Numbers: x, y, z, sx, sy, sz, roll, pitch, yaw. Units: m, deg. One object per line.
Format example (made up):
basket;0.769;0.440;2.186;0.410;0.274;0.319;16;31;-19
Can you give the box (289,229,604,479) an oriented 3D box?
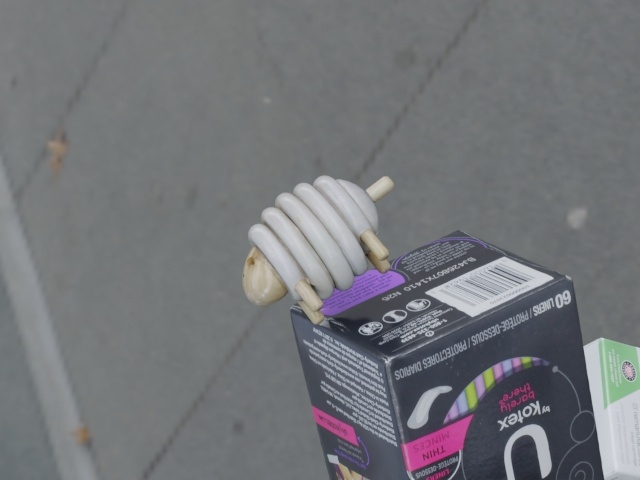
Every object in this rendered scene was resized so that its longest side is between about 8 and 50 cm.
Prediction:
box;0.103;0.155;1.273;0.143;0.165;0.270;27;135;56

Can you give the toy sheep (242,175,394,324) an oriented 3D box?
toy sheep;0.000;0.000;1.203;0.132;0.091;0.091;-36;38;-11

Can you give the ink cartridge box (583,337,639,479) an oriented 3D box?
ink cartridge box;0.360;0.207;1.826;0.093;0.212;0.154;-36;45;47
